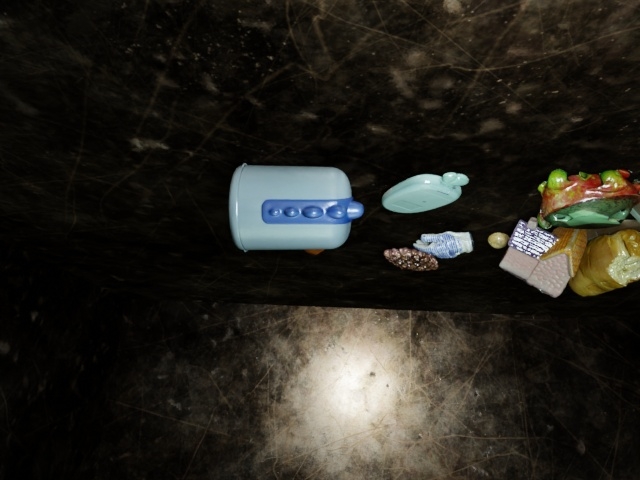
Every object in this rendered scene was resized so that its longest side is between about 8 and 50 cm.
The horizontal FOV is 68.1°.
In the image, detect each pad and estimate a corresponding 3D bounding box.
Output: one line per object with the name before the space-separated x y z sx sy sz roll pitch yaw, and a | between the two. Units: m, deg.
pad | 1.077 -0.021 1.689 0.283 0.018 0.286 0 162 9

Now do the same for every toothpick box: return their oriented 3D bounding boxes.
toothpick box | -0.058 -0.087 1.300 0.353 0.263 0.263 0 162 3

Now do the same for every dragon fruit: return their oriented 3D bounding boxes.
dragon fruit | 0.741 -0.109 1.316 0.294 0.130 0.268 10 165 -22

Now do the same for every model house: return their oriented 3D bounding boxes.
model house | 0.780 0.017 1.624 0.236 0.202 0.238 33 146 24

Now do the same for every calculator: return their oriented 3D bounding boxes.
calculator | 0.307 -0.137 1.412 0.183 0.042 0.295 14 160 -30

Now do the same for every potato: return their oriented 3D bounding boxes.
potato | 0.666 -0.001 1.761 0.083 0.063 0.068 -11 -173 -31

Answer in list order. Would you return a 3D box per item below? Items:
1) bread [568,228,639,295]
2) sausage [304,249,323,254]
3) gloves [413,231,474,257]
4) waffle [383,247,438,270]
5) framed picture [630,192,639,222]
bread | 1.022 0.090 1.712 0.148 0.195 0.344 -16 162 -5
sausage | 0.000 0.000 1.808 0.089 0.089 0.179 15 154 -32
gloves | 0.465 0.015 1.797 0.228 0.097 0.119 -2 132 29
waffle | 0.395 0.082 2.031 0.221 0.056 0.234 -2 156 36
framed picture | 1.042 -0.113 1.332 0.232 0.019 0.296 33 149 -25
